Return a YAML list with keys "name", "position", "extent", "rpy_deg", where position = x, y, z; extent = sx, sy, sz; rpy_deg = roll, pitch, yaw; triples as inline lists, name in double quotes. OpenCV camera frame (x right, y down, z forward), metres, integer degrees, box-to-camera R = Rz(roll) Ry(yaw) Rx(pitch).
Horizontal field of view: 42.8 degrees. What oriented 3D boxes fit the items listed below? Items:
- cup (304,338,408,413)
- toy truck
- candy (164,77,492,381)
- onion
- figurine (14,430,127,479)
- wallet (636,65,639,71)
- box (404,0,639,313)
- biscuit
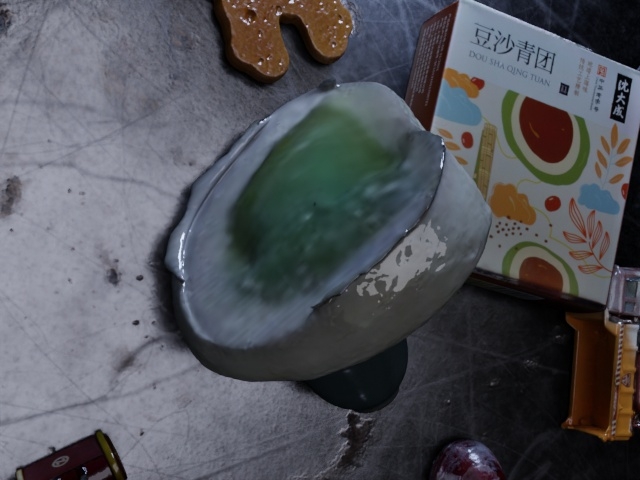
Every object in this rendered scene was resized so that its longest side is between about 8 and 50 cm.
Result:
- name: "cup"
  position: [0.047, 0.158, 1.122]
  extent: [0.199, 0.199, 0.150]
  rpy_deg: [-36, 120, -18]
- name: "toy truck"
  position: [0.462, 0.174, 1.295]
  extent: [0.135, 0.114, 0.270]
  rpy_deg: [6, 88, -24]
- name: "candy"
  position: [0.000, 0.000, 1.039]
  extent: [0.427, 0.386, 0.186]
  rpy_deg: [-41, 139, -9]
- name: "onion"
  position: [0.234, 0.401, 1.206]
  extent: [0.151, 0.098, 0.205]
  rpy_deg: [-2, 88, -19]
- name: "figurine"
  position: [-0.317, 0.313, 1.011]
  extent: [0.154, 0.098, 0.082]
  rpy_deg: [-24, 99, -22]
- name: "wallet"
  position: [0.658, -0.245, 1.413]
  extent: [0.262, 0.071, 0.221]
  rpy_deg: [46, 69, -16]
- name: "box"
  position: [0.290, -0.116, 1.236]
  extent: [0.345, 0.122, 0.385]
  rpy_deg: [16, 82, -18]
- name: "biscuit"
  position: [-0.086, -0.392, 1.154]
  extent: [0.202, 0.047, 0.333]
  rpy_deg: [-26, 98, -20]
